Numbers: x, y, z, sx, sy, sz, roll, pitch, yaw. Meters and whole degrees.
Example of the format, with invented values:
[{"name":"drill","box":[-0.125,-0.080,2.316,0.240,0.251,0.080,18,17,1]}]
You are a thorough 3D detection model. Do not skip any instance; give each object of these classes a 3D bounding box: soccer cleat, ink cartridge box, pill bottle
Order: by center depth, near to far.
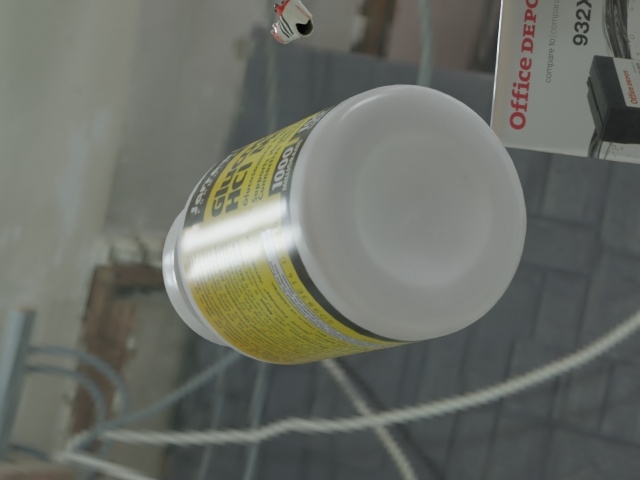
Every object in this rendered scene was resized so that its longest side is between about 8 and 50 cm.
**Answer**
[{"name":"pill bottle","box":[0.000,0.000,1.432,0.334,0.188,0.188,-18,50,62]},{"name":"soccer cleat","box":[-0.022,-0.187,1.573,0.029,0.035,0.083,-49,-10,-14]},{"name":"ink cartridge box","box":[0.354,-0.207,2.024,0.129,0.307,0.223,-54,-30,-66]}]
